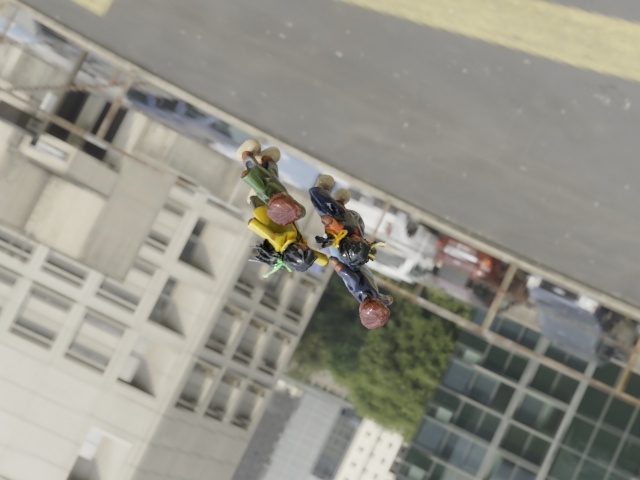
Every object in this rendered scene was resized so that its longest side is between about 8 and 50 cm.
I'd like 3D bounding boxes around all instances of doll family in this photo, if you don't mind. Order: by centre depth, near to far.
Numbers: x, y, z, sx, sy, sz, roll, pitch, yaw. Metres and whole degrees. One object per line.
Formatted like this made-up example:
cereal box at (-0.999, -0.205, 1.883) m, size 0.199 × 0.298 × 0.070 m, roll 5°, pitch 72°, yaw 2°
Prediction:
doll family at (0.000, 0.000, 0.863) m, size 0.193 × 0.076 × 0.111 m, roll 22°, pitch -157°, yaw -33°
